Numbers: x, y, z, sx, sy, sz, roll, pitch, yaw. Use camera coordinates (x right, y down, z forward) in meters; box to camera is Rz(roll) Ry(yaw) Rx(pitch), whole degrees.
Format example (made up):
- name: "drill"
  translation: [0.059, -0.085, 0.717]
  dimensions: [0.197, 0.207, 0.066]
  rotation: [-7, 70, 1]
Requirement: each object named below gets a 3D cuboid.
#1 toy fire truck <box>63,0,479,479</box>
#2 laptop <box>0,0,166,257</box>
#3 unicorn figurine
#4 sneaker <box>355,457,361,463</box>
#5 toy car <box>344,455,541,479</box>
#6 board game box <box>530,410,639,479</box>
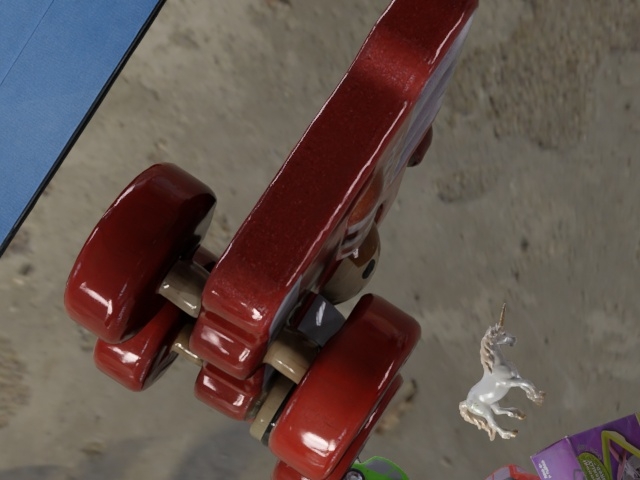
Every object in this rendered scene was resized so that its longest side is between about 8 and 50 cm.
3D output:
- name: "toy fire truck"
  translation: [0.000, 0.000, 0.874]
  dimensions: [0.169, 0.302, 0.254]
  rotation: [33, 75, 8]
- name: "laptop"
  translation: [-0.351, -0.187, 0.941]
  dimensions: [0.236, 0.408, 0.382]
  rotation: [41, 100, 41]
- name: "unicorn figurine"
  translation: [0.233, 0.182, 1.938]
  dimensions: [0.111, 0.060, 0.162]
  rotation: [35, 107, 2]
- name: "sneaker"
  translation: [0.019, 0.304, 1.942]
  dimensions: [0.073, 0.162, 0.063]
  rotation: [-18, 99, -5]
- name: "toy car"
  translation: [0.109, 0.256, 1.449]
  dimensions: [0.225, 0.239, 0.053]
  rotation: [20, 50, 8]
- name: "board game box"
  translation: [0.313, 0.298, 1.189]
  dimensions: [0.056, 0.208, 0.347]
  rotation: [-35, 71, 35]
